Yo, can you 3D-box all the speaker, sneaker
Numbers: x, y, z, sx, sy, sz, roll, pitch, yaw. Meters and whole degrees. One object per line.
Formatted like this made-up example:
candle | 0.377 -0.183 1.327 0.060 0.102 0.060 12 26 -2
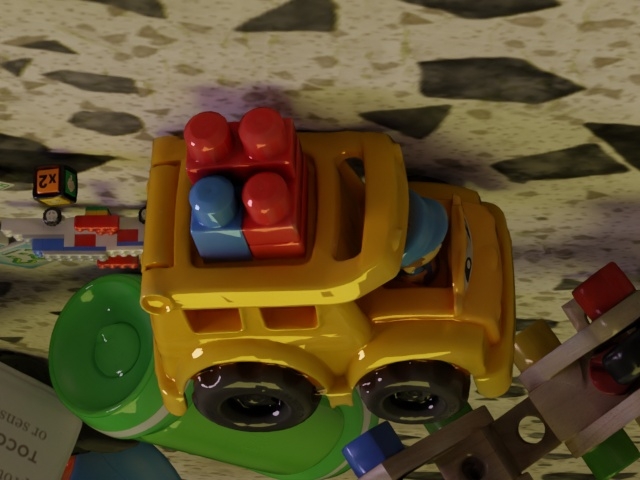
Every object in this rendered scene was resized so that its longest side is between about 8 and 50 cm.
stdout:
speaker | -0.076 0.112 1.462 0.131 0.131 0.296 -8 161 33
sneaker | -0.280 0.164 1.739 0.130 0.087 0.227 -15 163 29

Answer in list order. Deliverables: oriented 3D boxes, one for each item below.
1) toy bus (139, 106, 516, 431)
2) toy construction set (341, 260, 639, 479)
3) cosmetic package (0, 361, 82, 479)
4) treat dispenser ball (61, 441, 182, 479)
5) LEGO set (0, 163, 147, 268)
toy bus | 0.000 0.000 1.072 0.220 0.149 0.211 -2 148 6
toy construction set | 0.127 0.099 1.287 0.309 0.257 0.237 30 -165 13
cosmetic package | -0.443 0.249 1.379 0.327 0.393 0.329 31 153 -26
treat dispenser ball | -0.269 0.320 1.928 0.288 0.288 0.288 2 164 1
LEGO set | -0.199 0.002 1.222 0.182 0.060 0.244 11 162 -40
